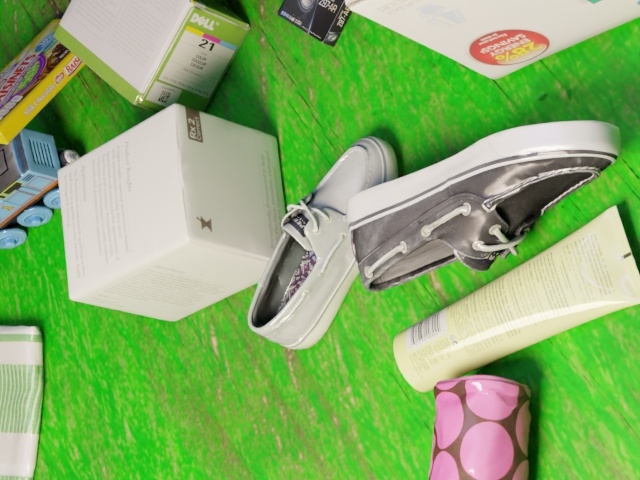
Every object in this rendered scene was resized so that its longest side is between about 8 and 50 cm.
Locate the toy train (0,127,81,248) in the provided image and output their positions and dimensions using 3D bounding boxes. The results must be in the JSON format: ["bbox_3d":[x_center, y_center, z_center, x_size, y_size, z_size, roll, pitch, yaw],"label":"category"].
[{"bbox_3d":[-0.356,-0.056,2.161,0.184,0.105,0.080,-33,57,31],"label":"toy train"}]

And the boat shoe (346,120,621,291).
[{"bbox_3d":[0.145,-0.024,1.691,0.301,0.108,0.102,-20,69,38],"label":"boat shoe"}]

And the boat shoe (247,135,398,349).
[{"bbox_3d":[-0.001,0.000,1.834,0.079,0.081,0.227,33,102,43],"label":"boat shoe"}]

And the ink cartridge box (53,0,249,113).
[{"bbox_3d":[-0.156,-0.281,2.048,0.189,0.097,0.255,40,104,42],"label":"ink cartridge box"}]

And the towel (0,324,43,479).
[{"bbox_3d":[-0.416,0.256,2.177,0.248,0.038,0.324,-2,77,42],"label":"towel"}]

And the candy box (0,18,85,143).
[{"bbox_3d":[-0.330,-0.184,2.152,0.105,0.027,0.206,2,43,45],"label":"candy box"}]

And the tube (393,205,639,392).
[{"bbox_3d":[0.176,0.063,1.676,0.240,0.062,0.070,-30,103,28],"label":"tube"}]

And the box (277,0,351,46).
[{"bbox_3d":[-0.001,-0.246,1.947,0.083,0.018,0.067,38,105,42],"label":"box"}]

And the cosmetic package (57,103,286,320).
[{"bbox_3d":[-0.150,-0.024,1.930,0.184,0.151,0.151,-24,63,37],"label":"cosmetic package"}]

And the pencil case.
[{"bbox_3d":[0.129,0.223,1.650,0.098,0.095,0.209,-9,69,57],"label":"pencil case"}]

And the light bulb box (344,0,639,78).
[{"bbox_3d":[0.206,-0.388,1.653,0.358,0.225,0.361,-21,64,37],"label":"light bulb box"}]
